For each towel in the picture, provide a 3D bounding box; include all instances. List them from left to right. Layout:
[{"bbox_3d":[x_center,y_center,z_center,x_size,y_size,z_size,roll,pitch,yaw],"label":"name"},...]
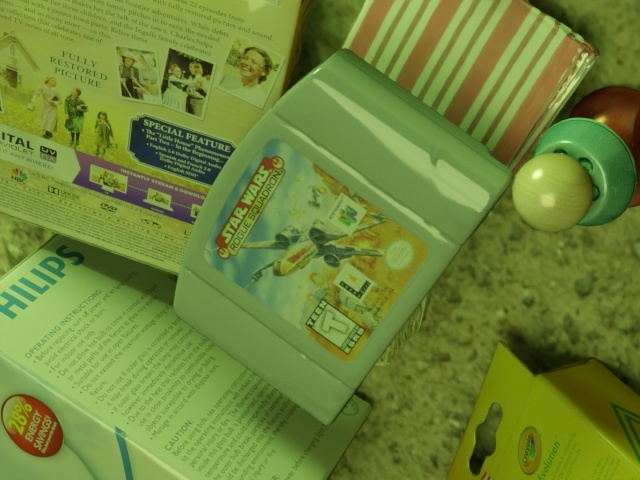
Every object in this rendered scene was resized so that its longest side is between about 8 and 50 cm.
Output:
[{"bbox_3d":[0.116,-0.156,1.088,0.197,0.029,0.144,42,123,17],"label":"towel"}]

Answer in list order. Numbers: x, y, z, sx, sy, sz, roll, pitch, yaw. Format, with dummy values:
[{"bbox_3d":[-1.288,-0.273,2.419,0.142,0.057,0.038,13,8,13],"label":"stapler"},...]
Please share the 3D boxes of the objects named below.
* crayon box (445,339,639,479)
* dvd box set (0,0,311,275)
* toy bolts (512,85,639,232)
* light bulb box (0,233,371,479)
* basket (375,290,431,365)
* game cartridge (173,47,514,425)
[{"bbox_3d":[0.252,0.247,1.145,0.318,0.081,0.202,45,131,37],"label":"crayon box"},{"bbox_3d":[-0.173,-0.159,1.130,0.308,0.062,0.420,18,134,4],"label":"dvd box set"},{"bbox_3d":[0.247,-0.081,0.975,0.229,0.158,0.218,-10,104,40],"label":"toy bolts"},{"bbox_3d":[-0.203,0.241,1.320,0.361,0.225,0.357,31,123,7],"label":"light bulb box"},{"bbox_3d":[0.038,0.013,1.172,0.113,0.103,0.167,17,119,16],"label":"basket"},{"bbox_3d":[0.000,0.000,1.091,0.198,0.062,0.297,33,123,1],"label":"game cartridge"}]
